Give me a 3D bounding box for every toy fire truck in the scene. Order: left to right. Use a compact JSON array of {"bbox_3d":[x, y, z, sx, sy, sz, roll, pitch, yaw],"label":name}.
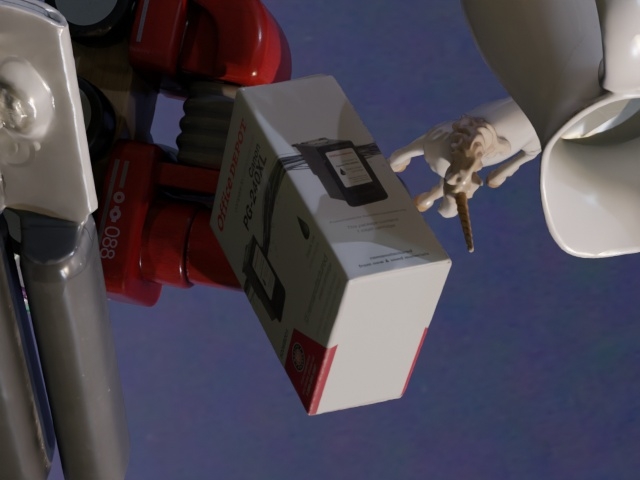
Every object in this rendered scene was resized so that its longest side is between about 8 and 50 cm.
[{"bbox_3d":[-0.060,-0.062,1.162,0.246,0.158,0.217,10,-98,13],"label":"toy fire truck"}]

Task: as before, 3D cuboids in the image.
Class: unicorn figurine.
[{"bbox_3d":[0.087,-0.049,1.025,0.060,0.162,0.111,49,-29,-3],"label":"unicorn figurine"}]

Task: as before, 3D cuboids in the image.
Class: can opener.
[{"bbox_3d":[-0.129,-0.007,0.832,0.095,0.076,0.283,-85,174,-47],"label":"can opener"}]

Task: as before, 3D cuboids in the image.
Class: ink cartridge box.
[{"bbox_3d":[0.000,0.000,1.011,0.150,0.063,0.109,60,-31,37],"label":"ink cartridge box"}]

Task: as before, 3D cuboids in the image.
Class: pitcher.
[{"bbox_3d":[0.133,-0.123,0.915,0.178,0.125,0.207,80,3,-54],"label":"pitcher"}]

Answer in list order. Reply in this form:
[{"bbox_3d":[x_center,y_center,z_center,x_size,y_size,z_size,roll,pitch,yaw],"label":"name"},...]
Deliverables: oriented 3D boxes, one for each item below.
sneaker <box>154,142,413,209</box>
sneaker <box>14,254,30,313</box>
[{"bbox_3d":[-0.055,-0.015,1.351,0.267,0.106,0.101,5,-87,17],"label":"sneaker"},{"bbox_3d":[-0.229,0.012,1.612,0.098,0.223,0.083,-41,-97,5],"label":"sneaker"}]
